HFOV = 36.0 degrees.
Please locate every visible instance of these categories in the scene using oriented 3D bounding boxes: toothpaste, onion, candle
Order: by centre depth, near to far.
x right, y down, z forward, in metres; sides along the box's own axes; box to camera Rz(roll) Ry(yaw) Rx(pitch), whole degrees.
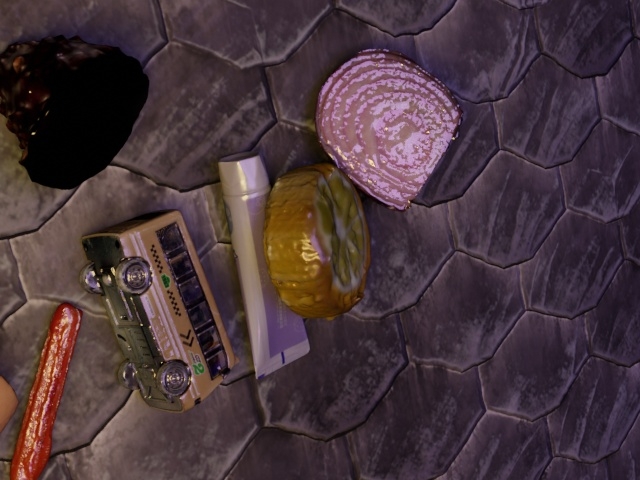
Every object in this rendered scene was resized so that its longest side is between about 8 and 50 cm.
[{"bbox_3d":[-0.402,0.252,1.420,0.051,0.048,0.329,44,58,-74],"label":"candle"},{"bbox_3d":[-0.094,0.041,1.622,0.125,0.080,0.371,-25,110,-40],"label":"toothpaste"},{"bbox_3d":[0.102,-0.200,1.744,0.247,0.111,0.250,36,80,-6],"label":"onion"}]

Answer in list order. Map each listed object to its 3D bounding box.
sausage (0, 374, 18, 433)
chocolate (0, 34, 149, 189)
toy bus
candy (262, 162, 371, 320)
[{"bbox_3d":[-0.504,0.268,1.299,0.123,0.123,0.253,44,68,-28],"label":"sausage"},{"bbox_3d":[-0.380,-0.205,1.391,0.177,0.206,0.224,37,50,16],"label":"chocolate"},{"bbox_3d":[-0.239,0.104,1.481,0.157,0.139,0.289,-28,104,-37],"label":"toy bus"},{"bbox_3d":[0.000,0.000,1.610,0.260,0.118,0.260,-3,90,-67],"label":"candy"}]
